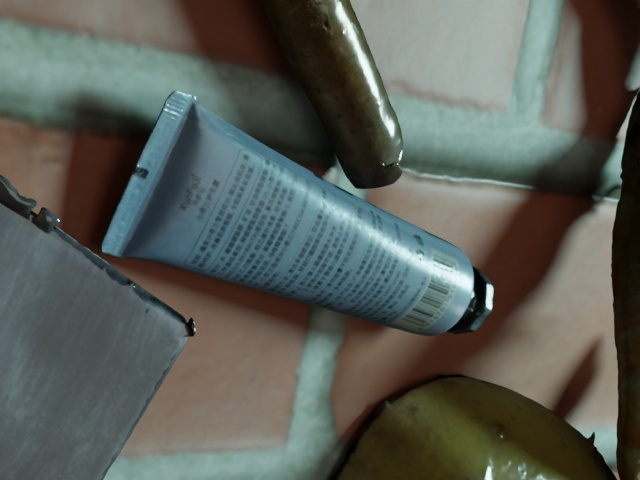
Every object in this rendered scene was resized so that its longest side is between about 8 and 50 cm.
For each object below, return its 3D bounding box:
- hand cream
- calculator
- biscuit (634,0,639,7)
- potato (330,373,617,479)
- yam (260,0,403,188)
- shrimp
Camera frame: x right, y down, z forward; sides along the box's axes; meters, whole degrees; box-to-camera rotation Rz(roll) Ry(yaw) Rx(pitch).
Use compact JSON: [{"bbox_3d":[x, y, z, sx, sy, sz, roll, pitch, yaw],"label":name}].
[{"bbox_3d":[0.000,0.000,0.783,0.271,0.058,0.091,21,99,-42],"label":"hand cream"},{"bbox_3d":[-0.182,0.105,0.629,0.161,0.021,0.261,39,75,-25],"label":"calculator"},{"bbox_3d":[0.257,-0.198,0.966,0.131,0.026,0.236,5,88,-42],"label":"biscuit"},{"bbox_3d":[0.122,0.227,0.929,0.299,0.116,0.239,42,77,-41],"label":"potato"},{"bbox_3d":[-0.012,-0.134,0.734,0.046,0.046,0.264,-46,129,-25],"label":"yam"},{"bbox_3d":[0.236,0.041,0.991,0.169,0.058,0.295,65,32,-64],"label":"shrimp"}]
